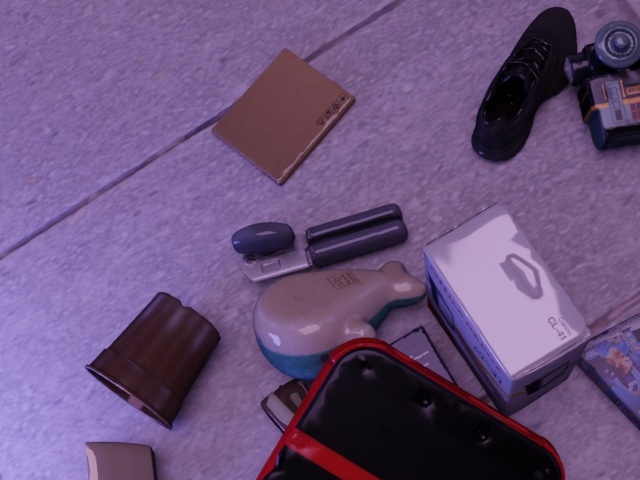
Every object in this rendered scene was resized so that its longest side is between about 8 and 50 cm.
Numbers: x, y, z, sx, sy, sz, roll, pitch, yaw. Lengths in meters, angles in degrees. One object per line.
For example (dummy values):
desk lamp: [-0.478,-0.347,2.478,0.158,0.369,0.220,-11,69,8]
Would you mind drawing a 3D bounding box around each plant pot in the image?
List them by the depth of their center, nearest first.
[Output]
plant pot: [-0.302,0.365,1.569,0.096,0.109,0.109,-7,71,-6]
plant pot: [-0.253,0.181,1.596,0.167,0.167,0.165,30,71,17]

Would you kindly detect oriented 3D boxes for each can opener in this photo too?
can opener: [0.000,0.000,1.642,0.280,0.093,0.074,-13,52,0]

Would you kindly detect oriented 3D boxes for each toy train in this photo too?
toy train: [0.563,-0.259,1.621,0.333,0.142,0.190,-10,84,3]

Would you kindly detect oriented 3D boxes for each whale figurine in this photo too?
whale figurine: [0.031,0.123,1.585,0.272,0.141,0.216,-20,32,-19]

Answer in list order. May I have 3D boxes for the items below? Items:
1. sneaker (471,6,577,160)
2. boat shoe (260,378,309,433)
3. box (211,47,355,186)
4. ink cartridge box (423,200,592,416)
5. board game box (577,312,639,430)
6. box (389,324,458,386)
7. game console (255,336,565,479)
sneaker: [0.340,-0.268,1.655,0.109,0.130,0.286,24,76,17]
boat shoe: [0.022,0.308,1.539,0.095,0.095,0.257,-40,70,-11]
box: [-0.065,-0.216,1.759,0.164,0.021,0.201,38,82,18]
ink cartridge box: [0.257,0.108,1.451,0.131,0.306,0.226,-32,70,-2]
board game box: [0.504,0.205,1.512,0.194,0.060,0.194,-27,71,0]
box: [0.128,0.239,1.542,0.156,0.093,0.158,-29,71,-1]
game console: [0.120,0.361,1.447,0.386,0.060,0.342,31,90,2]
